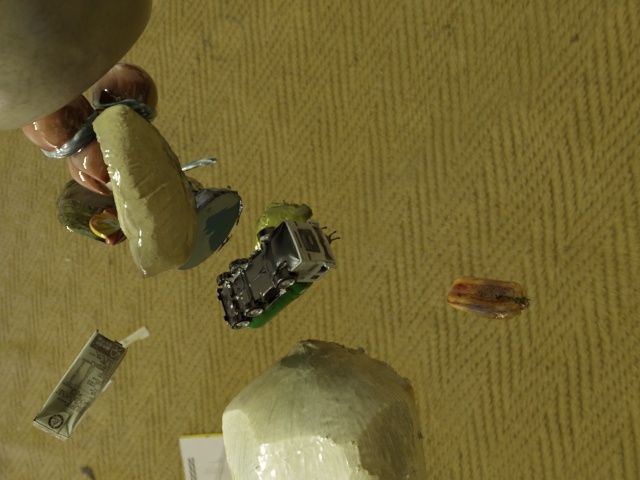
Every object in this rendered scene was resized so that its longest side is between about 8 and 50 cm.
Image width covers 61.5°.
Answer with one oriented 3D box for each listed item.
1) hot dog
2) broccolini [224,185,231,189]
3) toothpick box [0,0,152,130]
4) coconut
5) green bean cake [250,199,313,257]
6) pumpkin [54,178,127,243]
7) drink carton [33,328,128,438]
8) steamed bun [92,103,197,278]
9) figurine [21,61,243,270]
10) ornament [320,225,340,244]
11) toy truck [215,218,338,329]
[{"bbox_3d":[0.425,0.148,1.357,0.250,0.076,0.104,1,64,58],"label":"hot dog"},{"bbox_3d":[-0.377,-0.073,1.650,0.271,0.123,0.062,-44,108,4],"label":"broccolini"},{"bbox_3d":[-0.461,-0.384,0.654,0.409,0.425,0.409,-18,45,19],"label":"toothpick box"},{"bbox_3d":[0.009,0.349,0.913,0.346,0.346,0.360,-4,103,23],"label":"coconut"},{"bbox_3d":[-0.105,0.011,1.340,0.124,0.236,0.233,8,92,-9],"label":"green bean cake"},{"bbox_3d":[-0.785,-0.124,1.800,0.312,0.169,0.148,31,107,12],"label":"pumpkin"},{"bbox_3d":[-0.781,0.475,1.760,0.132,0.324,0.194,34,148,-11],"label":"drink carton"},{"bbox_3d":[-0.236,-0.054,0.767,0.110,0.231,0.212,-17,79,-18],"label":"steamed bun"},{"bbox_3d":[-0.355,-0.143,1.040,0.388,0.277,0.248,38,134,16],"label":"figurine"},{"bbox_3d":[0.000,0.000,1.511,0.073,0.125,0.028,25,126,16],"label":"ornament"},{"bbox_3d":[-0.080,0.068,0.913,0.242,0.125,0.101,-43,57,35],"label":"toy truck"}]
